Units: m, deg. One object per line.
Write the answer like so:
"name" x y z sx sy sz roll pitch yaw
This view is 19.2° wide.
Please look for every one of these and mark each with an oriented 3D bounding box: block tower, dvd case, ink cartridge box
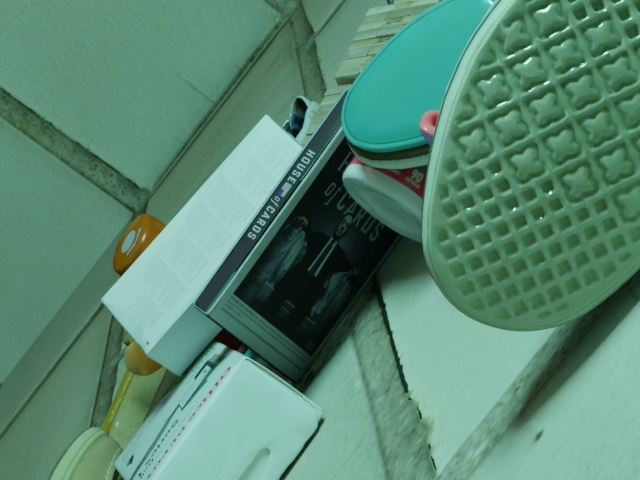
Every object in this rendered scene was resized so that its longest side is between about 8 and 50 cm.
"block tower" 0.062 -0.129 1.943 0.091 0.097 0.335 -8 34 28
"dvd case" 0.000 0.000 1.737 0.029 0.179 0.239 32 84 36
"ink cartridge box" -0.097 0.181 1.713 0.160 0.092 0.219 -54 10 -7

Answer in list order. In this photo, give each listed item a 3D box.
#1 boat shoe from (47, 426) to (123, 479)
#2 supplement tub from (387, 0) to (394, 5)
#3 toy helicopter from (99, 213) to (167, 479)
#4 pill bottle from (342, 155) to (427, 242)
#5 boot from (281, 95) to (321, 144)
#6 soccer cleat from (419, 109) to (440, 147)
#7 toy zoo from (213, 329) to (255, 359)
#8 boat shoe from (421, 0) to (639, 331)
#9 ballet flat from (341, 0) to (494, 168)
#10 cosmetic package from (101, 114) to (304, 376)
"boat shoe" -0.227 0.316 1.805 0.341 0.110 0.122 -76 -1 -52
"supplement tub" 0.131 -0.288 2.154 0.117 0.117 0.190 -51 11 12
"toy helicopter" -0.188 0.133 2.247 0.235 0.140 0.355 -7 58 63
"pill bottle" 0.110 -0.097 1.684 0.180 0.108 0.108 -56 12 -13
"boot" 0.028 -0.127 2.065 0.095 0.123 0.258 -43 15 42
"soccer cleat" 0.206 -0.146 1.419 0.318 0.116 0.109 -47 13 30
"toy zoo" -0.099 0.122 1.923 0.293 0.030 0.192 -55 -6 -7
"boat shoe" 0.215 -0.168 1.260 0.156 0.186 0.500 69 -136 -82
"ballet flat" 0.192 -0.175 1.550 0.400 0.139 0.139 -40 16 29
"cosmetic package" -0.090 0.005 1.778 0.239 0.060 0.099 -48 45 3
